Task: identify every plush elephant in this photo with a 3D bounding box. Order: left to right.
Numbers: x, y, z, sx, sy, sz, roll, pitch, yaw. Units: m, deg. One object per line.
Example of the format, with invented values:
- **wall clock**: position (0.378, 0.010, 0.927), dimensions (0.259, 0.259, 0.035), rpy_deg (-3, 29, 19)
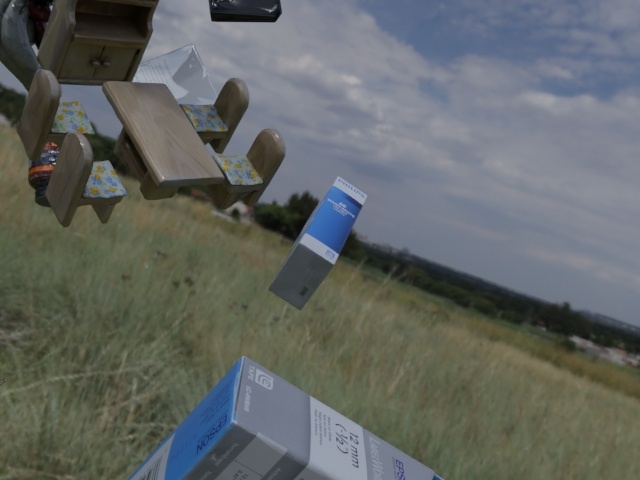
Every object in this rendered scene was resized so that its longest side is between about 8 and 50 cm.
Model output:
- **plush elephant**: position (-0.600, -0.512, 1.581), dimensions (0.330, 0.255, 0.272), rpy_deg (45, 24, -51)

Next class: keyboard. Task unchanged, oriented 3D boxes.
- **keyboard**: position (-0.104, -0.312, 0.780), dimensions (0.108, 0.180, 0.023), rpy_deg (-4, -13, -24)

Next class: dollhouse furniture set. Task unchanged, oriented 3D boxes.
- **dollhouse furniture set**: position (-0.277, -0.259, 1.198), dimensions (0.362, 0.256, 0.394), rpy_deg (-9, 55, -43)

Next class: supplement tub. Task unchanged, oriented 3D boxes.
- **supplement tub**: position (-0.607, -0.177, 1.705), dimensions (0.106, 0.198, 0.106), rpy_deg (-5, -19, -2)

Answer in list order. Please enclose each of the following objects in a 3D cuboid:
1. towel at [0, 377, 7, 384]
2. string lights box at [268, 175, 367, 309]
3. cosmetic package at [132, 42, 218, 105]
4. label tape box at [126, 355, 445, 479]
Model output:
- **towel**: position (-0.727, 0.325, 1.643), dimensions (0.083, 0.009, 0.060), rpy_deg (-25, 8, 37)
- **string lights box**: position (0.000, 0.000, 1.430), dimensions (0.076, 0.133, 0.260), rpy_deg (33, 35, -4)
- **cosmetic package**: position (-0.320, -0.298, 1.614), dimensions (0.183, 0.151, 0.151), rpy_deg (-24, -9, -9)
- **label tape box**: position (-0.024, 0.320, 0.832), dimensions (0.347, 0.249, 0.115), rpy_deg (36, 22, -16)
